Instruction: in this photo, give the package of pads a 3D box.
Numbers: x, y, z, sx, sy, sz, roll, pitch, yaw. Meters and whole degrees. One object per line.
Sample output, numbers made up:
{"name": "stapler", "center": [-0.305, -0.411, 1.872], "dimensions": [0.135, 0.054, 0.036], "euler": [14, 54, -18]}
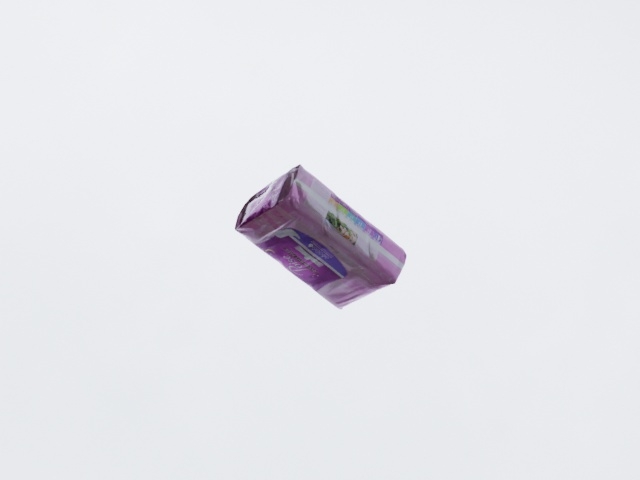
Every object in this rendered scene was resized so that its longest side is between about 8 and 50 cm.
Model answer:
{"name": "package of pads", "center": [0.000, 0.000, 0.800], "dimensions": [0.083, 0.032, 0.050], "euler": [38, -42, -21]}
